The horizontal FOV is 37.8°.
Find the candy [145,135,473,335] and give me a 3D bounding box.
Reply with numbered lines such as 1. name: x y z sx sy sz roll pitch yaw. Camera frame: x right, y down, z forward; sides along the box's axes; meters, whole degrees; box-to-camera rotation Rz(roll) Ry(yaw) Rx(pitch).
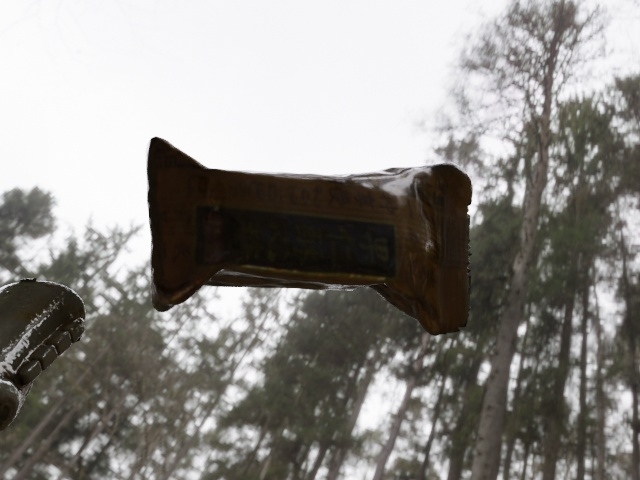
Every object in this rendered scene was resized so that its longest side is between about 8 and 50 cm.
1. candy: 0.000 0.000 0.714 0.271 0.101 0.143 3 -99 -21

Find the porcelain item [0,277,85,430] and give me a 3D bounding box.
1. porcelain item: -0.212 0.090 0.560 0.084 0.213 0.054 -6 -69 10
